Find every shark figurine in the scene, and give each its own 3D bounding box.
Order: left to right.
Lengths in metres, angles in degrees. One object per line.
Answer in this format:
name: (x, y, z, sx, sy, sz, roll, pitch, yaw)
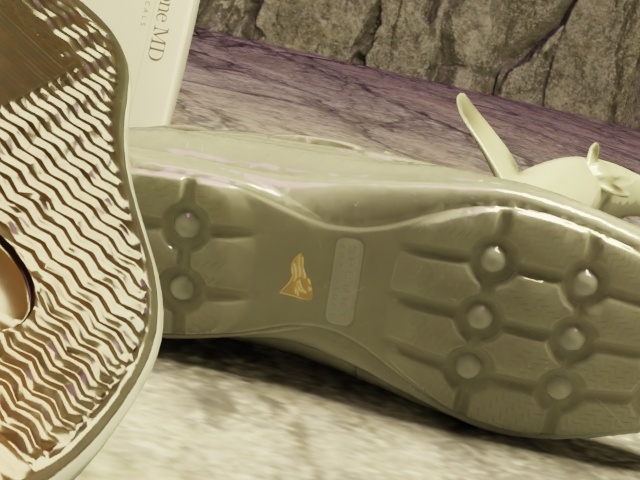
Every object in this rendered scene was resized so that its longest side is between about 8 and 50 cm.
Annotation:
shark figurine: (0.147, 0.002, 0.961, 0.278, 0.116, 0.166, -9, 57, -48)

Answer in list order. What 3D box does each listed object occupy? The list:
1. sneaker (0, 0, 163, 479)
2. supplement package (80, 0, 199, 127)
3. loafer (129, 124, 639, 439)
sneaker: (-0.124, 0.018, 0.524, 0.106, 0.123, 0.290, 35, 23, -19)
supplement package: (-0.239, -0.179, 1.166, 0.293, 0.177, 0.175, 13, 9, -6)
loafer: (0.025, 0.007, 0.685, 0.319, 0.112, 0.111, 14, 18, 1)
